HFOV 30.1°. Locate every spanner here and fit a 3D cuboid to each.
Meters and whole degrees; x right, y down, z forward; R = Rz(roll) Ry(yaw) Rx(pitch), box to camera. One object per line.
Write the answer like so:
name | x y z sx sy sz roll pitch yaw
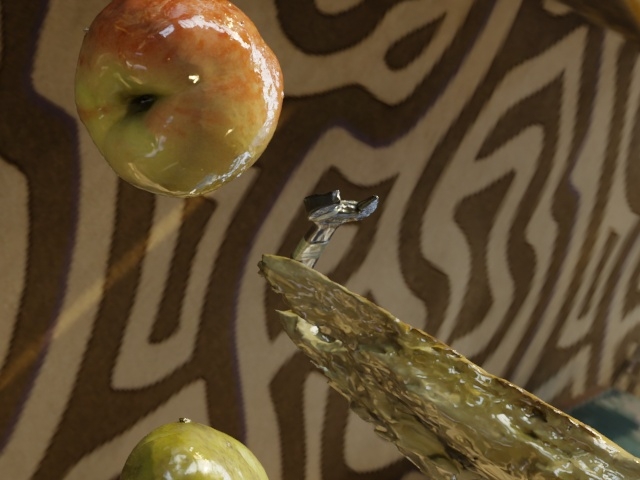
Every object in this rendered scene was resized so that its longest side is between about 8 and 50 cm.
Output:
spanner | 0.000 0.000 1.472 0.087 0.024 0.316 -7 162 -14

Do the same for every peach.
peach | -0.139 -0.156 1.235 0.232 0.232 0.232 -32 138 -35

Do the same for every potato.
potato | -0.148 0.306 1.407 0.228 0.149 0.197 -59 131 -78

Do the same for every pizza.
pizza | 0.076 0.091 0.488 0.034 0.262 0.181 -55 -177 -15
